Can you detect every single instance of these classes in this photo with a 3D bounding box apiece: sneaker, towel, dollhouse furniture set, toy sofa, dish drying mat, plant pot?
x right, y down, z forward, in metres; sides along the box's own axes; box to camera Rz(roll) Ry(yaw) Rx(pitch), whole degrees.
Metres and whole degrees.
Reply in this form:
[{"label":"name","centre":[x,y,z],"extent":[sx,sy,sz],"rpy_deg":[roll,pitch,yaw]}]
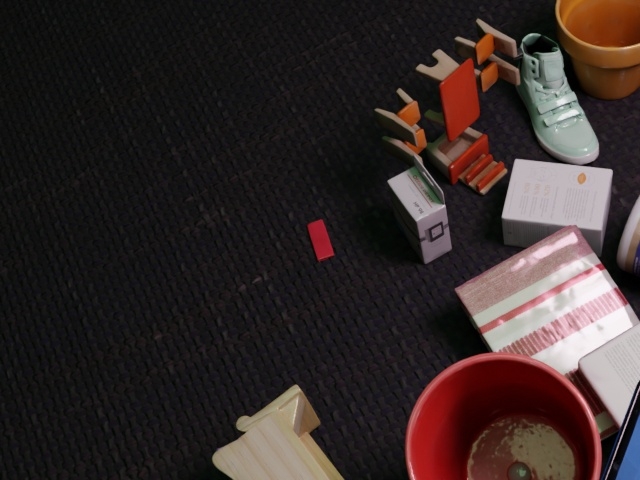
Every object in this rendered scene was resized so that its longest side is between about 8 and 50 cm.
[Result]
[{"label":"sneaker","centre":[0.424,-0.261,2.095],"extent":[0.094,0.151,0.255],"rpy_deg":[-23,57,-6]},{"label":"towel","centre":[0.395,0.161,1.853],"extent":[0.237,0.037,0.329],"rpy_deg":[-28,71,-5]},{"label":"dollhouse furniture set","centre":[0.250,-0.211,2.031],"extent":[0.262,0.259,0.135],"rpy_deg":[-42,56,-16]},{"label":"toy sofa","centre":[0.004,0.415,1.741],"extent":[0.177,0.150,0.362],"rpy_deg":[-37,58,-7]},{"label":"dish drying mat","centre":[0.000,0.000,2.096],"extent":[0.032,0.008,0.083],"rpy_deg":[-18,57,0]},{"label":"plant pot","centre":[0.277,0.321,1.666],"extent":[0.275,0.243,0.274],"rpy_deg":[-5,70,16]},{"label":"plant pot","centre":[0.534,-0.366,2.117],"extent":[0.205,0.188,0.205],"rpy_deg":[-5,57,8]}]

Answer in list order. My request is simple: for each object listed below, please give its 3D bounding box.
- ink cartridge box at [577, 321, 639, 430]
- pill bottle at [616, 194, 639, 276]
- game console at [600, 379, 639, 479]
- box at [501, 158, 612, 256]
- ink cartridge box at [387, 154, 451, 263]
[{"label":"ink cartridge box","centre":[0.577,0.241,1.729],"extent":[0.261,0.066,0.296],"rpy_deg":[-32,68,4]},{"label":"pill bottle","centre":[0.632,0.020,1.869],"extent":[0.265,0.153,0.153],"rpy_deg":[21,64,22]},{"label":"game console","centre":[0.503,0.372,1.546],"extent":[0.250,0.173,0.293],"rpy_deg":[18,64,21]},{"label":"box","centre":[0.411,-0.057,1.999],"extent":[0.171,0.091,0.130],"rpy_deg":[8,59,17]},{"label":"ink cartridge box","centre":[0.170,-0.053,1.992],"extent":[0.060,0.180,0.104],"rpy_deg":[-28,56,-7]}]
